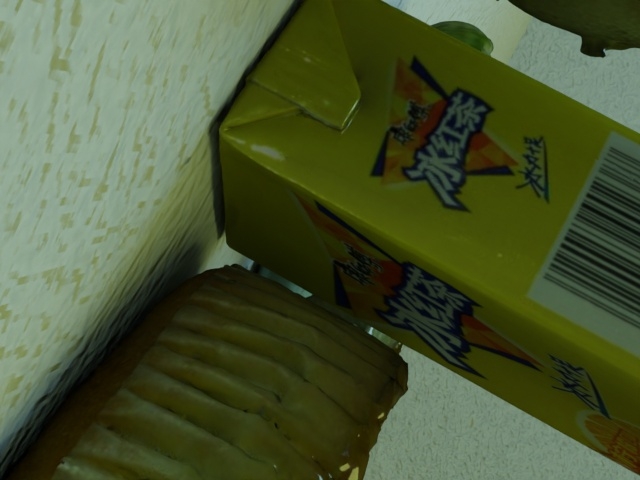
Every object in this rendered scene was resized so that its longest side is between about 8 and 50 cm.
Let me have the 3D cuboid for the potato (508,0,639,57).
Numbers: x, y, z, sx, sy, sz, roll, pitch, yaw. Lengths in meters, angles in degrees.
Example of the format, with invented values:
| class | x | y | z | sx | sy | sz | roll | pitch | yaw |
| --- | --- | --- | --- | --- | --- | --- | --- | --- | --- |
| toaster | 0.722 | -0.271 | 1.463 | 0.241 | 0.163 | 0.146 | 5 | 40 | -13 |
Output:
| class | x | y | z | sx | sy | sz | roll | pitch | yaw |
| --- | --- | --- | --- | --- | --- | --- | --- | --- | --- |
| potato | 0.176 | -0.249 | 0.375 | 0.270 | 0.219 | 0.359 | -46 | 162 | -40 |

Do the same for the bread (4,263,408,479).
| class | x | y | z | sx | sy | sz | roll | pitch | yaw |
| --- | --- | --- | --- | --- | --- | --- | --- | --- | --- |
| bread | -0.066 | 0.136 | 0.499 | 0.253 | 0.142 | 0.227 | -59 | 172 | -40 |

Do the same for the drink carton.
| class | x | y | z | sx | sy | sz | roll | pitch | yaw |
| --- | --- | --- | --- | --- | --- | --- | --- | --- | --- |
| drink carton | 0.123 | 0.022 | 0.502 | 0.111 | 0.351 | 0.154 | -59 | 173 | -19 |

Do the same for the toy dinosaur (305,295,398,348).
| class | x | y | z | sx | sy | sz | roll | pitch | yaw |
| --- | --- | --- | --- | --- | --- | --- | --- | --- | --- |
| toy dinosaur | 0.032 | 0.055 | 0.702 | 0.251 | 0.072 | 0.200 | -23 | 161 | -12 |

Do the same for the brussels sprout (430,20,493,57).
| class | x | y | z | sx | sy | sz | roll | pitch | yaw |
| --- | --- | --- | --- | --- | --- | --- | --- | --- | --- |
| brussels sprout | 0.076 | -0.076 | 0.680 | 0.183 | 0.146 | 0.131 | -112 | -170 | -49 |

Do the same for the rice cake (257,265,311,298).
| class | x | y | z | sx | sy | sz | roll | pitch | yaw |
| --- | --- | --- | --- | --- | --- | --- | --- | --- | --- |
| rice cake | 0.000 | 0.000 | 0.819 | 0.226 | 0.040 | 0.085 | -51 | 166 | -55 |

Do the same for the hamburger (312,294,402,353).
| class | x | y | z | sx | sy | sz | roll | pitch | yaw |
| --- | --- | --- | --- | --- | --- | --- | --- | --- | --- |
| hamburger | 0.002 | 0.107 | 0.931 | 0.189 | 0.122 | 0.215 | -58 | 171 | -6 |
